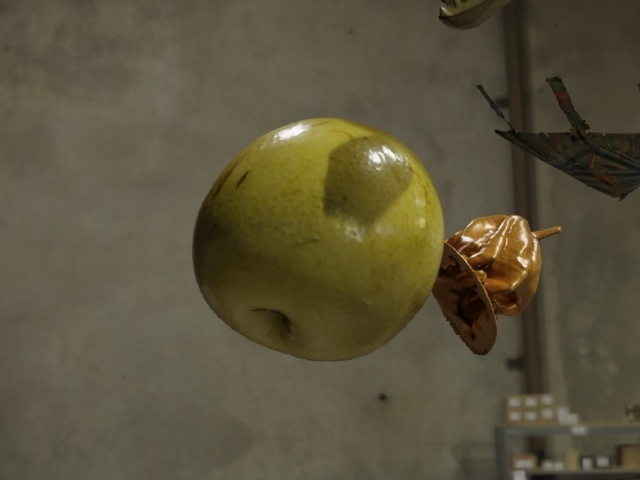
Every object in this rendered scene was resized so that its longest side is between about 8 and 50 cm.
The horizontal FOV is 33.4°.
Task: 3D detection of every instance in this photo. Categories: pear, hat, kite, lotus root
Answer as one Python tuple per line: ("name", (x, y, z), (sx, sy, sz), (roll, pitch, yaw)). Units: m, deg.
("pear", (0.000, 0.000, 1.471), (0.348, 0.348, 0.348), (-2, -11, 0))
("hat", (0.327, 0.044, 1.838), (0.233, 0.244, 0.233), (-31, 21, -14))
("kite", (0.229, -0.086, 0.911), (0.183, 0.010, 0.160), (7, -32, 45))
("lotus root", (0.211, -0.316, 1.259), (0.095, 0.159, 0.135), (23, 9, 20))
